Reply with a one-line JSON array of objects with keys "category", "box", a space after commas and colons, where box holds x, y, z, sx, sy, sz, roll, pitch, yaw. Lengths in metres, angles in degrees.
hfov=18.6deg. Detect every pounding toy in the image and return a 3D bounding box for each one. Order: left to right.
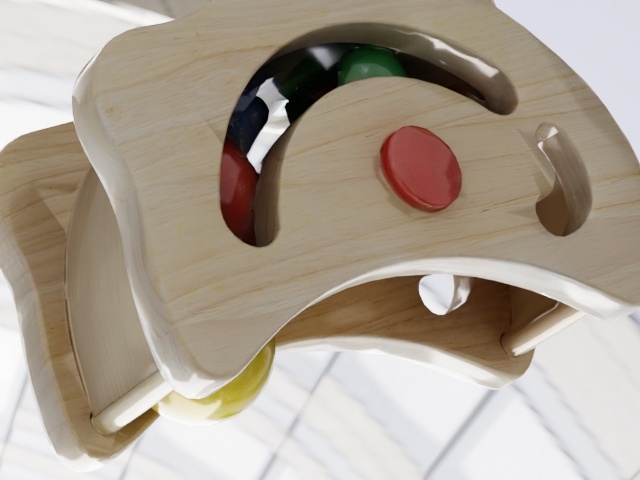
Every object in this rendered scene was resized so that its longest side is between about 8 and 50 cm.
[{"category": "pounding toy", "box": [0.000, 0.000, 0.655, 0.269, 0.155, 0.154, -32, -93, -44]}]
